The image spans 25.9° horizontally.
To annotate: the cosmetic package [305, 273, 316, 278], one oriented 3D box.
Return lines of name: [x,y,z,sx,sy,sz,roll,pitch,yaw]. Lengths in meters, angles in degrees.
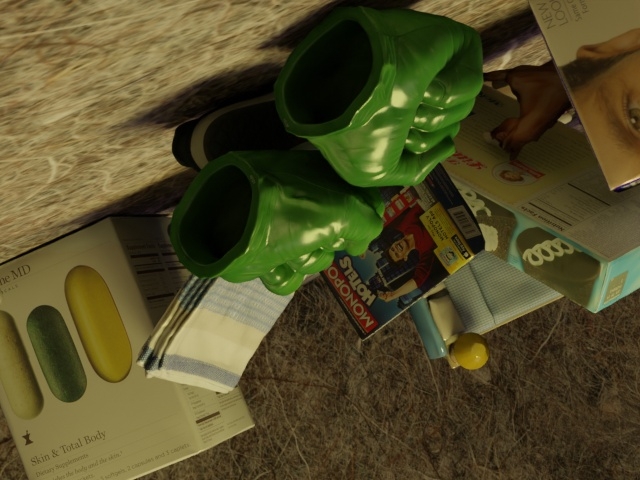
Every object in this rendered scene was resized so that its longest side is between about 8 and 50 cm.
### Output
cosmetic package: [-0.173,0.083,2.437,0.377,0.097,0.284,-20,173,-26]

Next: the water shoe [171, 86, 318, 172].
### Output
water shoe: [-0.028,-0.102,1.145,0.203,0.073,0.080,-14,-167,-33]

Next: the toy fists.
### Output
toy fists: [0.014,-0.060,1.039,0.142,0.096,0.279,-4,142,-49]

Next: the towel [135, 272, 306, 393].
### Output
towel: [-0.059,0.032,1.417,0.285,0.034,0.209,-55,157,1]

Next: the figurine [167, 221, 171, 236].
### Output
figurine: [-0.037,-0.056,1.537,0.214,0.092,0.209,-19,166,-38]

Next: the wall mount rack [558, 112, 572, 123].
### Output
wall mount rack: [0.504,-0.182,2.458,0.304,0.131,0.350,-17,174,-19]

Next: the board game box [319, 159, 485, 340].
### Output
board game box: [0.033,-0.019,1.261,0.194,0.194,0.060,-39,167,34]

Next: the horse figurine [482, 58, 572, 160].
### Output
horse figurine: [0.250,-0.163,1.356,0.263,0.066,0.174,-19,-158,-16]

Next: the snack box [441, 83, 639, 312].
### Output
snack box: [0.191,-0.056,1.328,0.187,0.322,0.060,-23,133,-40]

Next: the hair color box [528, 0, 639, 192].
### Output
hair color box: [0.371,-0.189,1.188,0.338,0.185,0.110,-24,175,15]

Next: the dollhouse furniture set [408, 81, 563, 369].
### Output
dollhouse furniture set: [0.233,-0.032,1.653,0.286,0.303,0.198,-21,177,-15]

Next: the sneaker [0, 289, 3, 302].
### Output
sneaker: [-0.441,0.112,1.322,0.126,0.127,0.321,-18,-155,47]

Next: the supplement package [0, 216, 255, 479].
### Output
supplement package: [-0.233,0.130,1.539,0.199,0.263,0.198,-23,175,13]
